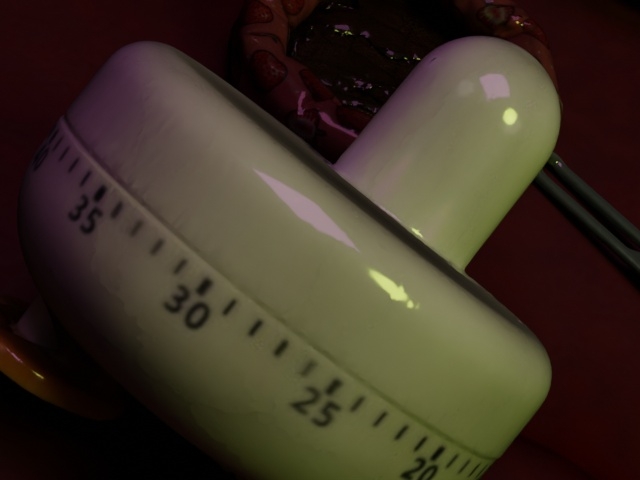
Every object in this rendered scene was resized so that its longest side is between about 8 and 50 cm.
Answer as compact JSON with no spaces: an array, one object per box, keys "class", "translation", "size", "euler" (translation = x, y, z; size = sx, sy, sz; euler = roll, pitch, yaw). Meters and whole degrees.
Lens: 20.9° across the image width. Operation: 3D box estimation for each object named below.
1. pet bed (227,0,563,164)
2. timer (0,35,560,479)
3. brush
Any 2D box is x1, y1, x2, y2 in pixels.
[{"class":"pet bed","translation":[0.042,-0.097,0.962],"size":[0.201,0.053,0.201],"euler":[9,47,-10]},{"class":"timer","translation":[0.000,0.000,0.719],"size":[0.233,0.240,0.233],"euler":[39,4,-3]},{"class":"brush","translation":[0.201,0.041,0.917],"size":[0.062,0.027,0.266],"euler":[-20,54,-36]}]
